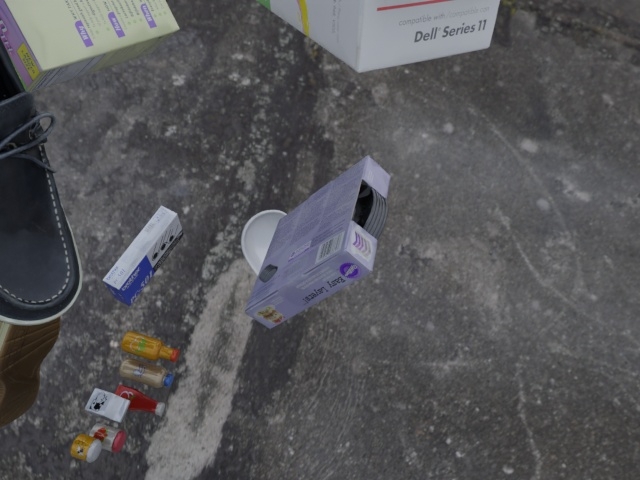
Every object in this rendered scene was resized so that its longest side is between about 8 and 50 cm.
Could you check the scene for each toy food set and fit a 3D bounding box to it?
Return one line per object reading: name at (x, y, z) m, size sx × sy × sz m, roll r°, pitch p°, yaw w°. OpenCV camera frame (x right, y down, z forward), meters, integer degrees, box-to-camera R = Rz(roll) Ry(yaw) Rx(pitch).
toy food set at (-0.339, 0.293, 1.091) m, size 0.104 × 0.111 × 0.232 m, roll 15°, pitch 59°, yaw 8°

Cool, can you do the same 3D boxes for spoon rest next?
spoon rest at (-0.116, 0.060, 1.404) m, size 0.137 × 0.276 × 0.084 m, roll -13°, pitch 29°, yaw -26°

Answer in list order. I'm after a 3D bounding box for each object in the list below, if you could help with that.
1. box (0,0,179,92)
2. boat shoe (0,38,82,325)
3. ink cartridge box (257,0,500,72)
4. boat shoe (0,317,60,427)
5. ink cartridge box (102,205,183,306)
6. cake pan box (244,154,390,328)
box at (-0.382, -0.372, 0.926) m, size 0.243 × 0.117 × 0.213 m, roll -35°, pitch 106°, yaw -37°
boat shoe at (-0.406, -0.112, 0.687) m, size 0.156 × 0.500 × 0.187 m, roll 6°, pitch 31°, yaw 40°
ink cartridge box at (0.076, -0.312, 0.743) m, size 0.207 × 0.119 × 0.353 m, roll -18°, pitch 43°, yaw -24°
boat shoe at (-0.474, 0.167, 0.915) m, size 0.089 × 0.285 × 0.104 m, roll 38°, pitch 29°, yaw 15°
ink cartridge box at (-0.380, 0.033, 1.318) m, size 0.046 × 0.097 × 0.207 m, roll 27°, pitch 64°, yaw 11°
cake pan box at (0.000, 0.000, 1.045) m, size 0.070 × 0.267 × 0.246 m, roll 38°, pitch 40°, yaw -23°
